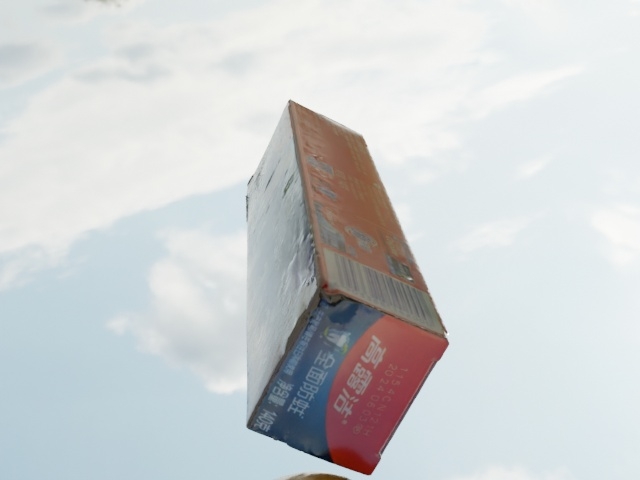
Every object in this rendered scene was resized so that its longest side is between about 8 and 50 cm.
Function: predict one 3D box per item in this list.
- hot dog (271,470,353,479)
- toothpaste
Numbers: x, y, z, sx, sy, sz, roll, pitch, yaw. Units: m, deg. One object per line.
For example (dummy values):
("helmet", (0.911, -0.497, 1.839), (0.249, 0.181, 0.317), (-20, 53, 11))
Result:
("hot dog", (0.001, 0.149, 0.442), (0.060, 0.090, 0.140), (-64, -168, -23))
("toothpaste", (0.000, 0.001, 0.535), (0.066, 0.076, 0.320), (24, -161, -12))
